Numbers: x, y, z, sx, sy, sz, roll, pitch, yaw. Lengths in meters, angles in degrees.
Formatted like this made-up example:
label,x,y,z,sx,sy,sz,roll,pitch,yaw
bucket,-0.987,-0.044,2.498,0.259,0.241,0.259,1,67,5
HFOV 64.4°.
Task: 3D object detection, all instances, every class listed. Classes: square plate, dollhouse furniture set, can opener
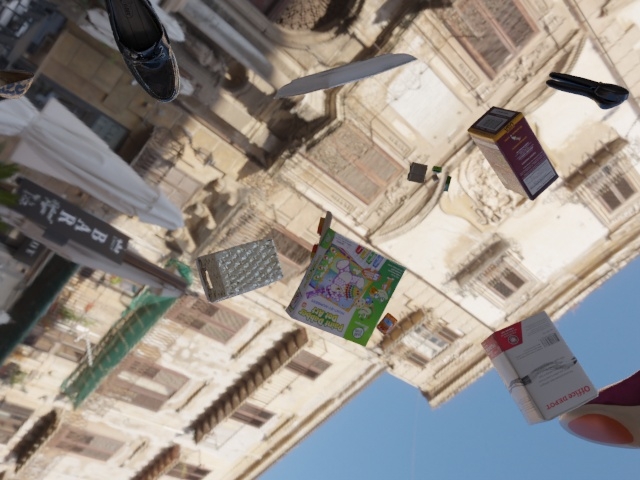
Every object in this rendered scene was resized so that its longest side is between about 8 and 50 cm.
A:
label,x,y,z,sx,sy,sz,roll,pitch,yaw
square plate,0.065,-0.520,1.590,0.347,0.049,0.344,-25,-159,-25
dollhouse furniture set,0.377,-0.218,1.766,0.151,0.059,0.076,14,-106,10
can opener,0.638,-0.368,1.218,0.186,0.073,0.059,27,-115,24

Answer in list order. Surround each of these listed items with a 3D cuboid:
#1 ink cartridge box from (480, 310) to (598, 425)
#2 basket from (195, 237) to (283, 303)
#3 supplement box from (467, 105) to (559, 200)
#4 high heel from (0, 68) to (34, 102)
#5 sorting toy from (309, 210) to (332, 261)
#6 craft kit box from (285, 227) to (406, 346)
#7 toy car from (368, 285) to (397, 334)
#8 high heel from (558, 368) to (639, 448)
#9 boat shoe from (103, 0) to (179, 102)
label,x,y,z,sx,sy,sz,roll,pitch,yaw
ink cartridge box,0.352,0.207,0.823,0.063,0.109,0.151,102,-34,-60
basket,-0.180,0.064,1.160,0.103,0.167,0.114,-21,-93,54
supplement box,0.415,-0.187,1.093,0.081,0.188,0.104,-42,-153,3
high heel,-0.779,-0.388,1.172,0.186,0.093,0.261,-37,-178,-17
sorting toy,0.000,0.000,1.634,0.208,0.038,0.193,-87,-169,-89
craft kit box,0.070,0.128,1.336,0.247,0.249,0.061,-62,-153,6
toy car,0.139,0.179,1.258,0.060,0.122,0.040,-36,176,28
high heel,0.636,0.281,0.968,0.181,0.127,0.377,-45,-174,-40
boat shoe,-0.431,-0.486,1.223,0.127,0.340,0.113,-14,-146,-8
